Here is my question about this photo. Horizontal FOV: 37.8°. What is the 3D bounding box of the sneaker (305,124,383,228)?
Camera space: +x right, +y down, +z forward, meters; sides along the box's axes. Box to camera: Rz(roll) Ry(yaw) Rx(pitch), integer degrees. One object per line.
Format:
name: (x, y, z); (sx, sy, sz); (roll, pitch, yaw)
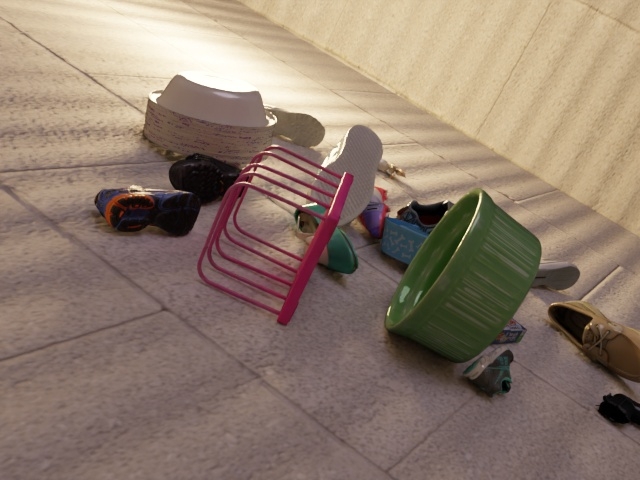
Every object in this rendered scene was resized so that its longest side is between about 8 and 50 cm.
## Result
sneaker: (0.041, -0.113, 2.136); (0.135, 0.150, 0.366); (36, 41, -3)

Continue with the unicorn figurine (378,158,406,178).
unicorn figurine: (0.168, -0.227, 2.689); (0.162, 0.060, 0.111); (39, 15, -15)

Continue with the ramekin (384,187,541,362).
ramekin: (0.258, 0.071, 1.669); (0.148, 0.303, 0.303); (33, 19, -5)

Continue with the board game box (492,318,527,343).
board game box: (0.315, 0.158, 1.900); (0.201, 0.035, 0.136); (4, 30, -50)

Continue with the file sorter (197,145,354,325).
file sorter: (-0.077, -0.028, 1.612); (0.182, 0.202, 0.290); (25, 19, -1)

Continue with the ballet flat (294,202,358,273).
ballet flat: (0.000, 0.000, 1.854); (0.087, 0.083, 0.247); (-10, 31, -13)

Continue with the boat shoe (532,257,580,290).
boat shoe: (0.577, 0.074, 2.394); (0.226, 0.083, 0.076); (8, 28, -42)

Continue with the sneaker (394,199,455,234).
sneaker: (0.300, -0.030, 2.161); (0.262, 0.125, 0.104); (6, 48, -14)

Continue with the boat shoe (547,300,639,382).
boat shoe: (0.615, 0.218, 2.048); (0.098, 0.109, 0.302); (9, 20, -29)

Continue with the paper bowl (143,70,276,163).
paper bowl: (-0.238, -0.278, 2.048); (0.284, 0.148, 0.284); (13, 20, -5)

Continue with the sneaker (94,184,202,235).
sneaker: (-0.292, -0.062, 1.606); (0.087, 0.083, 0.221); (31, 14, 34)

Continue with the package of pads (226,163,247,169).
package of pads: (-0.207, -0.190, 2.114); (0.083, 0.032, 0.050); (30, 19, 9)

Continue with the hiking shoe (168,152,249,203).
hiking shoe: (-0.243, -0.127, 1.858); (0.114, 0.086, 0.227); (23, 9, 27)

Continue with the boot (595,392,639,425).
boot: (0.600, 0.336, 1.806); (0.121, 0.045, 0.099); (30, 15, 30)

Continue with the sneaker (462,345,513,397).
sneaker: (0.315, 0.241, 1.676); (0.076, 0.065, 0.166); (51, 29, 16)

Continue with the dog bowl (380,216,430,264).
dog bowl: (0.266, 0.036, 2.047); (0.297, 0.074, 0.166); (22, 8, -6)

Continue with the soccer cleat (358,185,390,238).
soccer cleat: (0.112, -0.067, 2.175); (0.095, 0.083, 0.248); (4, 22, 1)

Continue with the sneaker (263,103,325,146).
sneaker: (-0.094, -0.322, 2.540); (0.235, 0.090, 0.095); (17, 12, -30)
